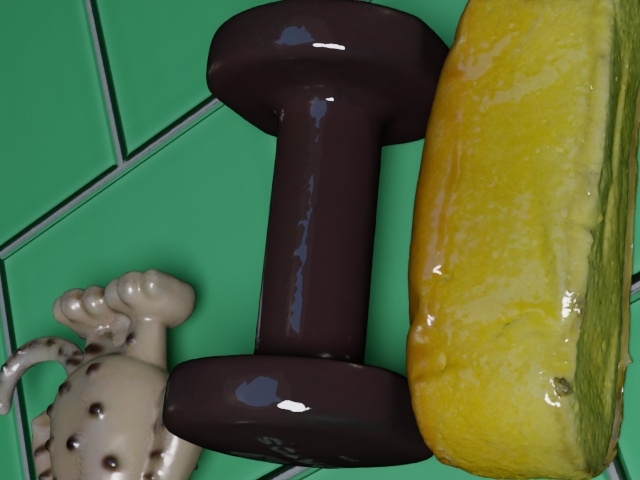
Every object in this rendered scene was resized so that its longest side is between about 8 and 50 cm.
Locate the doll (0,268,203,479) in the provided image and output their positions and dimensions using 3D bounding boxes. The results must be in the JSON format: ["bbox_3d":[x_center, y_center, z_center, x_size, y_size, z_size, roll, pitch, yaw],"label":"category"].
[{"bbox_3d":[-0.121,0.152,0.801,0.154,0.119,0.278,-25,55,28],"label":"doll"}]

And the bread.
[{"bbox_3d":[0.101,-0.010,0.691,0.094,0.102,0.245,-1,75,33],"label":"bread"}]

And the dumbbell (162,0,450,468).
[{"bbox_3d":[0.000,0.000,0.741,0.124,0.140,0.225,-4,70,28],"label":"dumbbell"}]
